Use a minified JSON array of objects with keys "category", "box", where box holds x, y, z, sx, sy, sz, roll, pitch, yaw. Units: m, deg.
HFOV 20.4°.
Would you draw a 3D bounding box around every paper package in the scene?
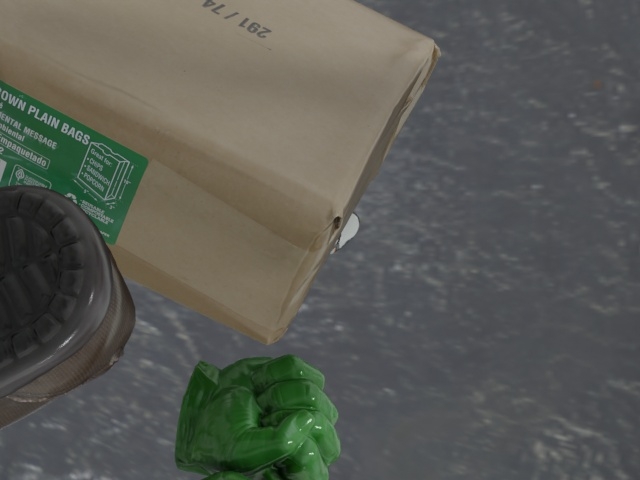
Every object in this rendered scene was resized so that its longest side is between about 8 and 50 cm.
[{"category":"paper package","box":[-0.107,-0.110,1.457,0.325,0.168,0.309,27,36,2]}]

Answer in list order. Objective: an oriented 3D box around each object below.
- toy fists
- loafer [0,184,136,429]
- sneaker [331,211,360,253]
[{"category":"toy fists","box":[-0.066,0.214,1.548,0.142,0.096,0.279,7,49,11]},{"category":"loafer","box":[-0.252,0.091,0.954,0.366,0.130,0.134,-19,66,17]},{"category":"sneaker","box":[0.000,0.000,1.635,0.109,0.043,0.040,-26,103,-38]}]
